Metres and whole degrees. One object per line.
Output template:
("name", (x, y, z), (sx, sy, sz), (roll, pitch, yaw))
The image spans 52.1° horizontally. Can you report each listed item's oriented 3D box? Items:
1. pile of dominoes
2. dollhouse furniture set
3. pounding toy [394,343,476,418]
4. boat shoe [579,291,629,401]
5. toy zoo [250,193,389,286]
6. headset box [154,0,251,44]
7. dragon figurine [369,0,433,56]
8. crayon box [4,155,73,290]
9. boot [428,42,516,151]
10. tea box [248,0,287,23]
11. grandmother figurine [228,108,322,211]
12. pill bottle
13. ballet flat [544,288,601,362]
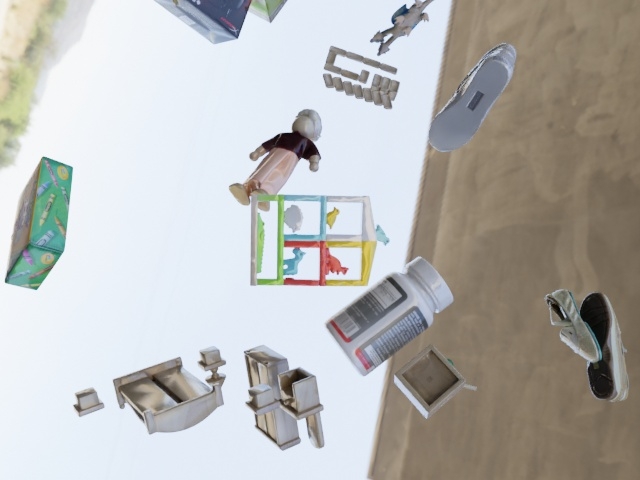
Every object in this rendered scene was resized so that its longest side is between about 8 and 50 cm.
("pile of dominoes", (0.125, -0.507, 2.083), (0.040, 0.251, 0.196), (112, -5, -55))
("dollhouse furniture set", (-0.214, 0.335, 1.165), (0.303, 0.355, 0.174), (12, -66, 57))
("pounding toy", (0.260, 0.315, 1.461), (0.141, 0.100, 0.130), (-37, -114, -12))
("boat shoe", (0.504, 0.187, 1.152), (0.068, 0.072, 0.190), (-24, -122, 56))
("toy zoo", (0.000, 0.000, 1.368), (0.030, 0.293, 0.192), (-156, -113, -83))
("headset box", (-0.265, -0.672, 1.608), (0.110, 0.218, 0.293), (6, -107, 44))
("dragon figurine", (0.286, -0.725, 2.149), (0.289, 0.085, 0.144), (-44, -163, -4))
("crayon box", (-0.668, -0.043, 1.560), (0.165, 0.081, 0.278), (-43, -138, 33))
("boot", (0.337, -0.309, 1.426), (0.258, 0.095, 0.123), (-51, -179, 44))
("tea box", (-0.172, -0.926, 2.027), (0.329, 0.220, 0.323), (-57, 167, -13))
("grandmother figurine", (-0.092, -0.227, 1.745), (0.342, 0.207, 0.104), (-59, 162, -32))
("pill bottle", (0.163, 0.176, 1.551), (0.283, 0.161, 0.161), (-36, -151, -6))
("ballet flat", (0.436, 0.152, 1.145), (0.052, 0.057, 0.168), (-10, -145, 5))
